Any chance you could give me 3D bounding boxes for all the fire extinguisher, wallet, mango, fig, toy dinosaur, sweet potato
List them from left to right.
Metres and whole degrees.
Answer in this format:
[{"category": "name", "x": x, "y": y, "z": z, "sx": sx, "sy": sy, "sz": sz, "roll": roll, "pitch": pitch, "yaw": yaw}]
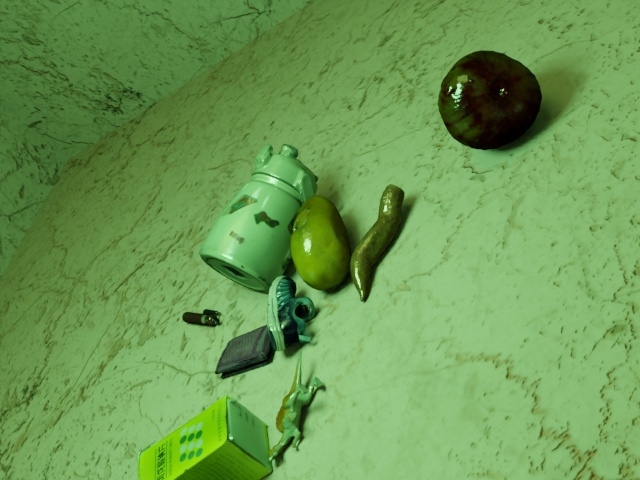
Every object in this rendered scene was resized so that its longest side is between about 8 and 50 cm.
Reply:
[{"category": "fire extinguisher", "x": -0.297, "y": 0.198, "z": 2.160, "sx": 0.049, "sy": 0.035, "sz": 0.173, "roll": -17, "pitch": 11, "yaw": -37}, {"category": "wallet", "x": -0.167, "y": 0.249, "z": 1.927, "sx": 0.165, "sy": 0.030, "sz": 0.111, "roll": -23, "pitch": 36, "yaw": 33}, {"category": "toy dinosaur", "x": -0.055, "y": 0.334, "z": 1.679, "sx": 0.142, "sy": 0.057, "sz": 0.212, "roll": -55, "pitch": 13, "yaw": 22}, {"category": "mango", "x": 0.000, "y": 0.000, "z": 1.917, "sx": 0.129, "sy": 0.167, "sz": 0.262, "roll": -20, "pitch": 32, "yaw": 14}, {"category": "sweet potato", "x": 0.119, "y": 0.007, "z": 1.849, "sx": 0.281, "sy": 0.067, "sz": 0.059, "roll": -63, "pitch": -3, "yaw": -20}, {"category": "fig", "x": 0.351, "y": -0.307, "z": 1.864, "sx": 0.217, "sy": 0.217, "sz": 0.321, "roll": -45, "pitch": 6, "yaw": 0}]

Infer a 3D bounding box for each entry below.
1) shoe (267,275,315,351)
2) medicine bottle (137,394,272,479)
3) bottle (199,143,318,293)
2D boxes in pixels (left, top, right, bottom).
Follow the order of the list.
[{"category": "shoe", "x": -0.064, "y": 0.160, "z": 1.868, "sx": 0.106, "sy": 0.092, "sz": 0.207, "roll": -8, "pitch": 38, "yaw": 1}, {"category": "medicine bottle", "x": -0.232, "y": 0.440, "z": 1.664, "sx": 0.250, "sy": 0.141, "sz": 0.137, "roll": -37, "pitch": 34, "yaw": 14}, {"category": "bottle", "x": -0.125, "y": -0.060, "z": 2.069, "sx": 0.229, "sy": 0.229, "sz": 0.352, "roll": 3, "pitch": 61, "yaw": 53}]
